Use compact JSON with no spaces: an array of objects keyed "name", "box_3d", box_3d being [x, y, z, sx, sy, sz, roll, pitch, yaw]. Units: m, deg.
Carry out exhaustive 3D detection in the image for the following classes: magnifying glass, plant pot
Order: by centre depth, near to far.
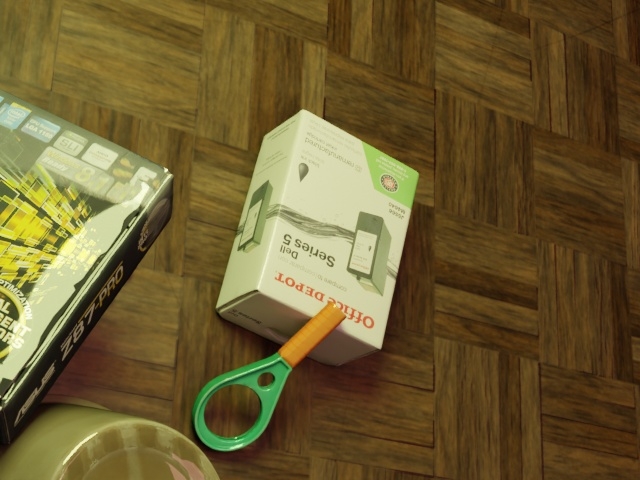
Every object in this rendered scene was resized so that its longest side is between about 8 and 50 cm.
[{"name":"plant pot","box_3d":[-0.238,0.294,1.204,0.323,0.280,0.323,13,65,-31]},{"name":"magnifying glass","box_3d":[-0.060,0.163,1.456,0.231,0.026,0.092,-44,111,-4]}]

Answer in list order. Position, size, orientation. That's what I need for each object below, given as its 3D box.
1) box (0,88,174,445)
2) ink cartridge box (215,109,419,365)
[{"name":"box","box_3d":[-0.396,-0.018,1.222,0.395,0.097,0.318,26,55,9]},{"name":"ink cartridge box","box_3d":[0.000,0.000,1.575,0.198,0.115,0.273,27,60,-25]}]
